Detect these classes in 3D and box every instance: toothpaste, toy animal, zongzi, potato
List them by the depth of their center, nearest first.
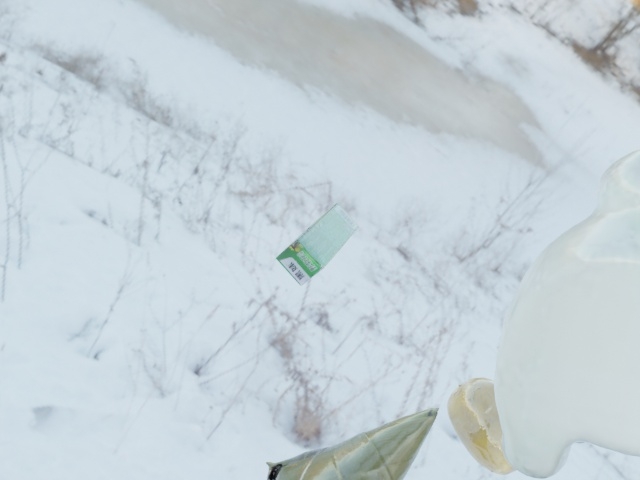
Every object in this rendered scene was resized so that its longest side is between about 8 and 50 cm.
[{"bbox_3d":[0.285,0.055,0.655,0.196,0.241,0.367,10,7,32],"label":"toy animal"},{"bbox_3d":[0.000,0.000,0.919,0.043,0.037,0.178,50,22,-2],"label":"toothpaste"},{"bbox_3d":[0.054,0.415,1.198,0.154,0.317,0.289,39,31,-27],"label":"zongzi"},{"bbox_3d":[0.296,0.319,1.397,0.109,0.118,0.178,16,35,-51],"label":"potato"}]
